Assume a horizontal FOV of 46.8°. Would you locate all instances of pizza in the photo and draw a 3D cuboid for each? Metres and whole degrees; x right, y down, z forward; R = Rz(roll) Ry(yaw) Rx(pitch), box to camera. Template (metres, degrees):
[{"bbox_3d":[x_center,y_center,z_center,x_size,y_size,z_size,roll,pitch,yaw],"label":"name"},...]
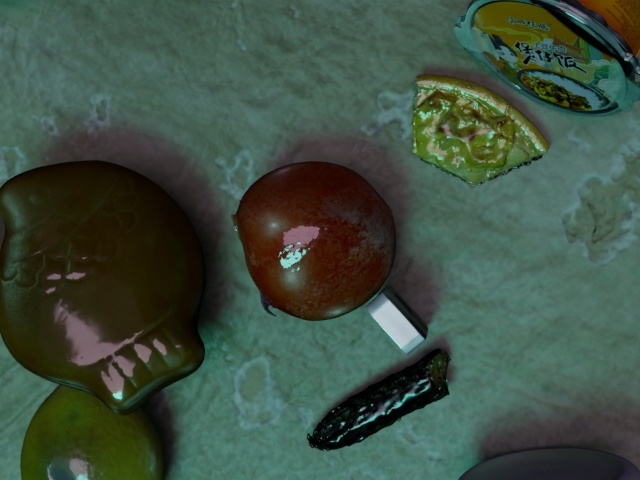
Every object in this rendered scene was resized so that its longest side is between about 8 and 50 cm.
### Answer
[{"bbox_3d":[0.158,-0.114,0.786,0.160,0.036,0.099,31,96,8],"label":"pizza"}]

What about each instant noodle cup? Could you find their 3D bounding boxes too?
[{"bbox_3d":[0.247,-0.222,0.712,0.208,0.177,0.126,30,82,21],"label":"instant noodle cup"}]

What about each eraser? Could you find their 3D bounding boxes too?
[{"bbox_3d":[0.081,0.081,0.766,0.026,0.105,0.065,-40,85,8],"label":"eraser"}]

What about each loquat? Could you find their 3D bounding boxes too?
[{"bbox_3d":[-0.249,0.239,0.809,0.152,0.152,0.195,-11,81,10],"label":"loquat"}]

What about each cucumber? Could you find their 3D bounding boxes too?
[{"bbox_3d":[0.065,0.178,0.800,0.181,0.053,0.053,-31,86,11],"label":"cucumber"}]

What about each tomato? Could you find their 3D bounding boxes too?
[{"bbox_3d":[0.000,0.000,0.755,0.167,0.167,0.167,0,91,10],"label":"tomato"}]

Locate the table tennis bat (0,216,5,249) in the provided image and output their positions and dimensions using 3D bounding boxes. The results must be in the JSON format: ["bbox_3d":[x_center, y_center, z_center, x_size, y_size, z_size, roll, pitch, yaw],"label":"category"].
[{"bbox_3d":[-0.453,-0.020,0.901,0.234,0.022,0.131,33,96,6],"label":"table tennis bat"}]

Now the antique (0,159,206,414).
[{"bbox_3d":[-0.232,0.045,0.785,0.223,0.129,0.278,-37,78,-15],"label":"antique"}]

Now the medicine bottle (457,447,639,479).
[{"bbox_3d":[0.236,0.364,0.707,0.178,0.178,0.291,-9,90,10],"label":"medicine bottle"}]
